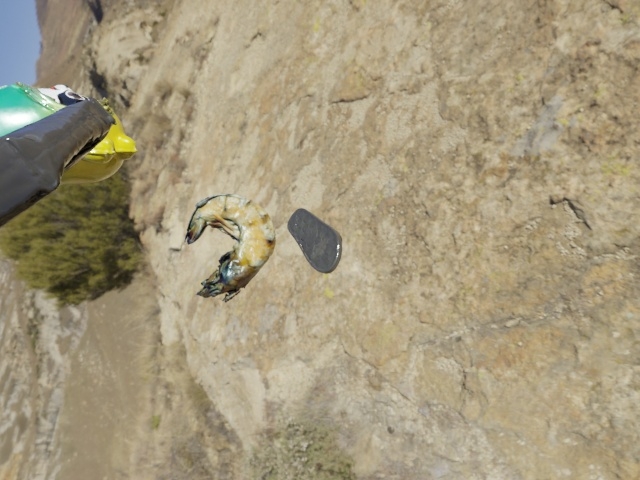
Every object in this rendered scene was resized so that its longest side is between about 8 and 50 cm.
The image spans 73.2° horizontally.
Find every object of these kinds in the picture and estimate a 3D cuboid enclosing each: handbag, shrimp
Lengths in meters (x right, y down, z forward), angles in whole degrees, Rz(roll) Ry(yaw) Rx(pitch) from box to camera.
[{"bbox_3d":[-0.395,-0.084,0.538,0.247,0.080,0.223,-29,32,10],"label":"handbag"},{"bbox_3d":[-0.262,0.022,1.133,0.365,0.233,0.071,-45,9,33],"label":"shrimp"}]

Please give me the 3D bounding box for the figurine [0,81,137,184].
[{"bbox_3d":[-0.568,-0.201,0.868,0.324,0.340,0.231,22,111,46],"label":"figurine"}]

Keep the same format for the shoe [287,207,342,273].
[{"bbox_3d":[0.000,0.000,0.766,0.071,0.049,0.179,-54,38,9],"label":"shoe"}]
